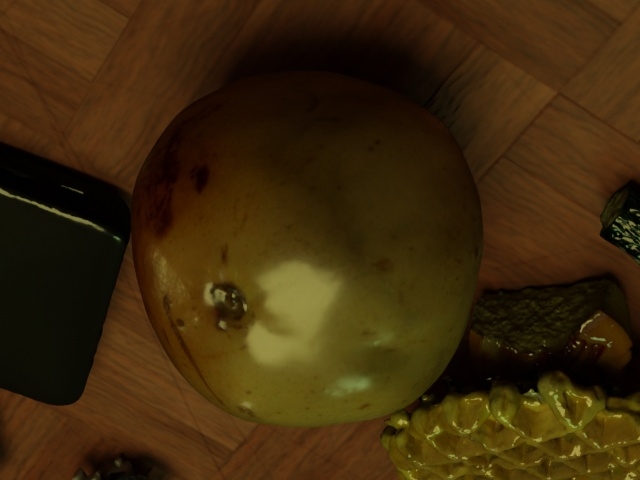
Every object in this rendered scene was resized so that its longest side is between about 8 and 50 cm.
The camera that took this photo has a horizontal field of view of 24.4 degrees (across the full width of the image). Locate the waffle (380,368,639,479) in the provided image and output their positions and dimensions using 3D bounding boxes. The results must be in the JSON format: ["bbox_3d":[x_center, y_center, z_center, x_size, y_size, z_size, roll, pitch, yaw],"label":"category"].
[{"bbox_3d":[0.206,0.204,1.409,0.329,0.062,0.329,4,153,2],"label":"waffle"}]

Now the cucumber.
[{"bbox_3d":[0.324,0.021,1.303,0.187,0.058,0.058,37,127,-18],"label":"cucumber"}]

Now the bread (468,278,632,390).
[{"bbox_3d":[0.219,0.102,1.372,0.156,0.086,0.125,-12,128,25],"label":"bread"}]

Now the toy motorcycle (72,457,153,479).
[{"bbox_3d":[-0.245,0.363,1.676,0.171,0.110,0.260,8,120,12],"label":"toy motorcycle"}]

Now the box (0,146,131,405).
[{"bbox_3d":[-0.345,0.023,1.457,0.290,0.073,0.289,20,131,-3],"label":"box"}]

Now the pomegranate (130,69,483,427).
[{"bbox_3d":[0.000,0.000,1.217,0.319,0.319,0.319,7,129,8],"label":"pomegranate"}]
